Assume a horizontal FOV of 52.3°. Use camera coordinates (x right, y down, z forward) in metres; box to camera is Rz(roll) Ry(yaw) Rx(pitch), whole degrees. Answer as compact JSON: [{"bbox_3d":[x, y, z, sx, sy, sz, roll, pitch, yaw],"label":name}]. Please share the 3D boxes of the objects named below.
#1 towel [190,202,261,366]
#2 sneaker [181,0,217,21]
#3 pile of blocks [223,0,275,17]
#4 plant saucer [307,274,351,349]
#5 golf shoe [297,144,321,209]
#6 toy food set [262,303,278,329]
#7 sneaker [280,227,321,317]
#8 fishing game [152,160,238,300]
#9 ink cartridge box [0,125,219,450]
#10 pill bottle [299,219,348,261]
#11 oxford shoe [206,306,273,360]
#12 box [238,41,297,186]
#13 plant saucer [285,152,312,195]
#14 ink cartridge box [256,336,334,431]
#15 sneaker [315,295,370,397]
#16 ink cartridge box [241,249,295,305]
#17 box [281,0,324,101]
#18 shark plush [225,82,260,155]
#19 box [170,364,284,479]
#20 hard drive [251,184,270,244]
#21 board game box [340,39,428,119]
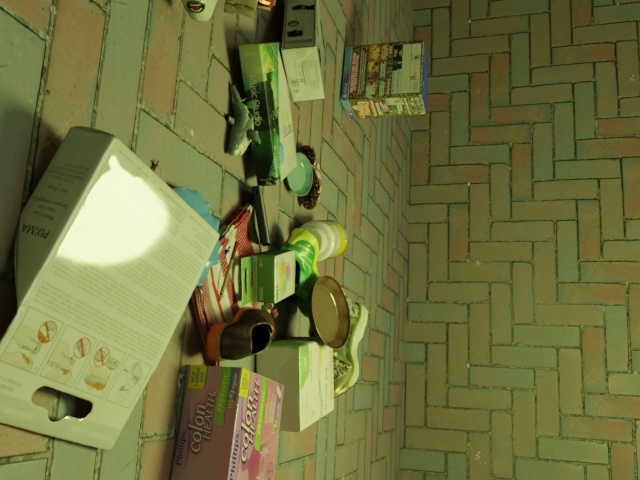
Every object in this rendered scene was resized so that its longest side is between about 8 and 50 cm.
[{"bbox_3d":[-0.189,0.087,1.410,0.329,0.037,0.237,-61,147,-58],"label":"towel"},{"bbox_3d":[-0.225,-0.561,1.230,0.146,0.123,0.330,95,1,-66],"label":"sneaker"},{"bbox_3d":[-0.116,-0.562,1.377,0.362,0.113,0.148,-89,-166,-63],"label":"pile of blocks"},{"bbox_3d":[0.017,0.191,1.719,0.199,0.036,0.198,33,50,-50],"label":"plant saucer"},{"bbox_3d":[-0.025,-0.181,1.892,0.086,0.068,0.186,0,89,-74],"label":"golf shoe"},{"bbox_3d":[-0.126,0.198,1.628,0.078,0.019,0.122,45,47,-66],"label":"toy food set"},{"bbox_3d":[-0.062,0.101,1.747,0.123,0.109,0.295,-40,138,-32],"label":"sneaker"},{"bbox_3d":[-0.248,-0.004,1.189,0.264,0.041,0.189,47,43,-44],"label":"fishing game"},{"bbox_3d":[-0.323,0.081,0.936,0.384,0.091,0.308,-66,152,-17],"label":"ink cartridge box"},{"bbox_3d":[0.000,0.000,1.879,0.215,0.117,0.117,-7,95,-72],"label":"pill bottle"},{"bbox_3d":[-0.138,0.197,1.348,0.271,0.098,0.096,-24,115,-74],"label":"oxford shoe"},{"bbox_3d":[-0.120,-0.312,1.571,0.232,0.059,0.321,-63,147,-69],"label":"box"},{"bbox_3d":[-0.064,-0.182,1.803,0.119,0.021,0.119,0,90,-56],"label":"plant saucer"},{"bbox_3d":[-0.048,0.360,1.704,0.353,0.119,0.207,11,78,-73],"label":"ink cartridge box"},{"bbox_3d":[0.024,0.303,1.979,0.182,0.158,0.410,53,32,-26],"label":"sneaker"},{"bbox_3d":[-0.116,0.083,1.499,0.209,0.062,0.108,-15,106,-75],"label":"ink cartridge box"},{"bbox_3d":[-0.041,-0.524,1.718,0.169,0.087,0.289,78,9,-49],"label":"box"},{"bbox_3d":[-0.178,-0.266,1.434,0.067,0.073,0.161,-5,99,-43],"label":"shark plush"},{"bbox_3d":[-0.175,0.375,1.302,0.243,0.117,0.213,50,42,-63],"label":"box"},{"bbox_3d":[-0.138,-0.055,1.522,0.094,0.022,0.135,120,-39,-86],"label":"hard drive"},{"bbox_3d":[0.236,-0.581,2.367,0.141,0.291,0.232,51,42,-65],"label":"board game box"}]
